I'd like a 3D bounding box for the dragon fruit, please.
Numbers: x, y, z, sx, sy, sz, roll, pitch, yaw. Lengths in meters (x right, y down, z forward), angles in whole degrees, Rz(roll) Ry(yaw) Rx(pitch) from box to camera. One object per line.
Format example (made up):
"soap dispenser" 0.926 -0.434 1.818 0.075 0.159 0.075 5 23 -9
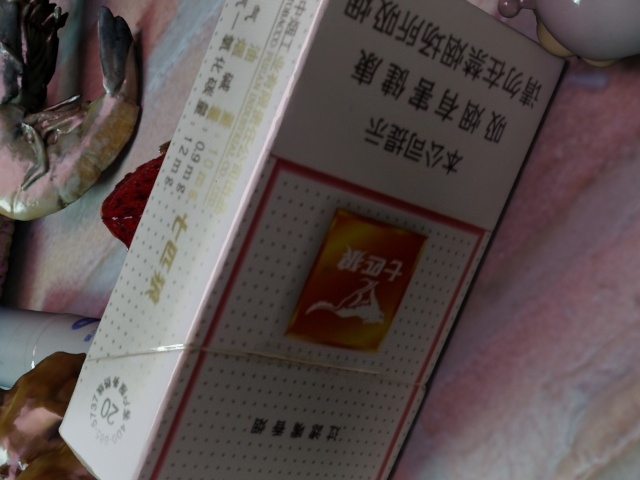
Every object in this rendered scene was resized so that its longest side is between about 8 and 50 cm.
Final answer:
"dragon fruit" -0.081 -0.031 0.855 0.162 0.083 0.106 -11 41 7

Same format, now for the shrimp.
"shrimp" -0.253 -0.163 1.039 0.178 0.075 0.289 0 71 15

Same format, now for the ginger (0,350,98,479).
"ginger" -0.195 0.239 0.814 0.357 0.152 0.274 -48 36 46

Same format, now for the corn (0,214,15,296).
"corn" -0.365 -0.005 1.098 0.127 0.127 0.335 4 78 45

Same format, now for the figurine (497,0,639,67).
"figurine" 0.198 -0.159 0.608 0.197 0.093 0.147 -13 92 34

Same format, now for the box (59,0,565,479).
"box" 0.000 0.000 0.669 0.095 0.210 0.330 31 100 45

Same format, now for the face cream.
"face cream" -0.223 0.102 0.953 0.250 0.077 0.077 1 80 43
